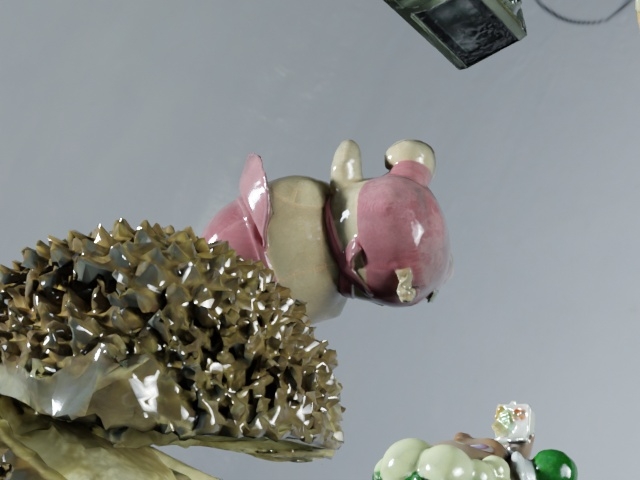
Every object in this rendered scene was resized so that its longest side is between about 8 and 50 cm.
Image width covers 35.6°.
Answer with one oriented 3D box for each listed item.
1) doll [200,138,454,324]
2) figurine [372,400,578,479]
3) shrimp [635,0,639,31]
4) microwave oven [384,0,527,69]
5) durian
[{"bbox_3d":[0.001,0.000,0.999,0.256,0.152,0.196,-10,82,13],"label":"doll"},{"bbox_3d":[0.107,0.164,0.684,0.147,0.197,0.093,-11,90,30],"label":"figurine"},{"bbox_3d":[0.436,-0.336,1.194,0.154,0.294,0.062,-27,31,-17],"label":"shrimp"},{"bbox_3d":[0.179,-0.358,1.349,0.129,0.205,0.163,-23,55,32],"label":"microwave oven"},{"bbox_3d":[-0.086,0.086,0.436,0.196,0.167,0.196,-14,57,23],"label":"durian"}]
